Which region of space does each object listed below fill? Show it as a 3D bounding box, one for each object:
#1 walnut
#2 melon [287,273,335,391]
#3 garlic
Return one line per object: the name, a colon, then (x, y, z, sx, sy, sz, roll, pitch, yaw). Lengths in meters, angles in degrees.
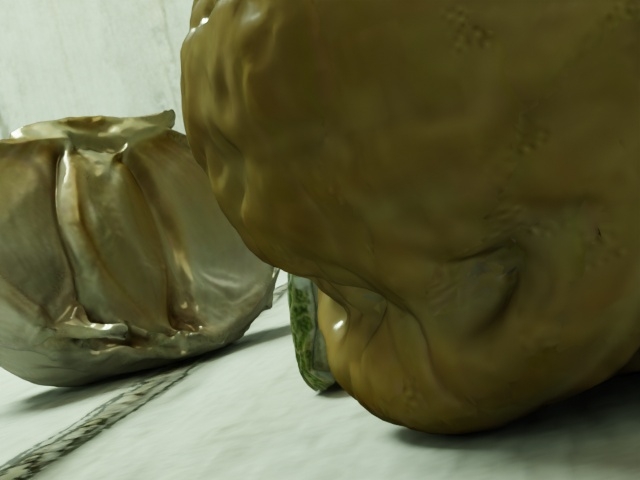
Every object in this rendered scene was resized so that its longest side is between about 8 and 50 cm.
walnut: (0.067, -0.052, 0.600, 0.224, 0.257, 0.257, 19, -11, -21)
melon: (0.030, 0.007, 0.783, 0.093, 0.202, 0.139, 8, 49, 30)
garlic: (-0.142, 0.024, 1.134, 0.229, 0.178, 0.143, 4, -39, -29)
